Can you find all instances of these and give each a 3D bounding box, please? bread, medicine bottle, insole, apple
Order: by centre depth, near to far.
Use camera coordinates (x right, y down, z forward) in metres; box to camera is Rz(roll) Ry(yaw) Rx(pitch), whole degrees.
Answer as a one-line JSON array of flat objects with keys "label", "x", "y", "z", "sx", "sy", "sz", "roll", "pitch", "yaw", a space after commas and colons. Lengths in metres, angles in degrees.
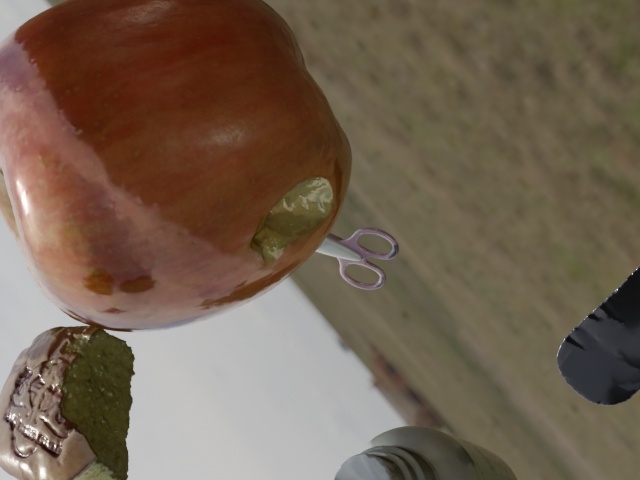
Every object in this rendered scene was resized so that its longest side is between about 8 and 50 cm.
[{"label": "apple", "x": -0.101, "y": -0.062, "z": 1.225, "sx": 0.242, "sy": 0.241, "sz": 0.242, "roll": 58, "pitch": 165, "yaw": 25}, {"label": "medicine bottle", "x": 0.079, "y": 0.204, "z": 1.461, "sx": 0.110, "sy": 0.110, "sz": 0.352, "roll": 50, "pitch": -174, "yaw": 19}, {"label": "bread", "x": -0.224, "y": 0.154, "z": 1.582, "sx": 0.086, "sy": 0.125, "sz": 0.156, "roll": 33, "pitch": -137, "yaw": -45}, {"label": "insole", "x": 0.343, "y": 0.040, "z": 1.674, "sx": 0.119, "sy": 0.348, "sz": 0.009, "roll": 43, "pitch": -144, "yaw": 1}]

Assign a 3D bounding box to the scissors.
[{"label": "scissors", "x": 0.000, "y": 0.000, "z": 2.108, "sx": 0.176, "sy": 0.085, "sz": 0.022, "roll": 21, "pitch": -144, "yaw": -2}]
